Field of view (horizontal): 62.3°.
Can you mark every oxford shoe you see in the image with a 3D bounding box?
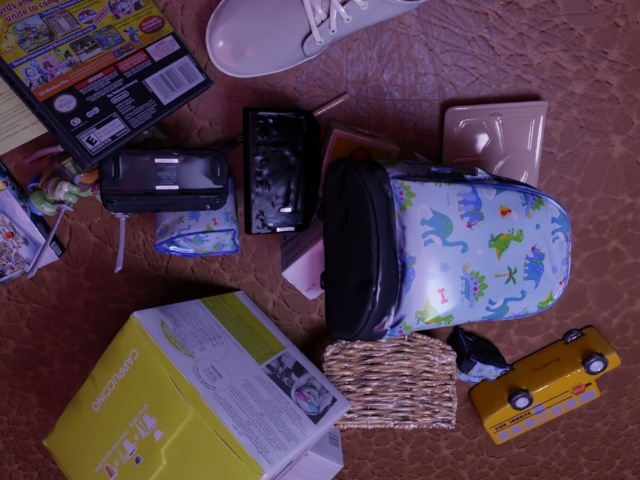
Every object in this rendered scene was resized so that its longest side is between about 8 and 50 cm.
[{"bbox_3d":[0.017,-0.391,0.843,0.449,0.130,0.169,-20,117,7],"label":"oxford shoe"}]

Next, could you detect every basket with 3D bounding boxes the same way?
[{"bbox_3d":[0.132,0.298,1.194,0.299,0.223,0.213,2,82,-5],"label":"basket"}]

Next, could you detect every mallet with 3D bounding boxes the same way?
[{"bbox_3d":[-0.218,-0.150,0.959,0.190,0.039,0.062,-43,95,-15],"label":"mallet"}]

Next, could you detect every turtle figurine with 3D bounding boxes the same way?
[{"bbox_3d":[-0.372,-0.090,0.923,0.266,0.274,0.198,-44,145,11],"label":"turtle figurine"}]

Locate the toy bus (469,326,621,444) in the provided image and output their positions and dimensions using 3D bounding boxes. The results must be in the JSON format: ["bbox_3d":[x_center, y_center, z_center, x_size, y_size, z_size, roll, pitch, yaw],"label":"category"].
[{"bbox_3d":[0.520,0.337,1.231,0.333,0.108,0.130,-30,114,10],"label":"toy bus"}]

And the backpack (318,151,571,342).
[{"bbox_3d":[0.205,0.012,0.834,0.356,0.273,0.290,1,91,-32],"label":"backpack"}]

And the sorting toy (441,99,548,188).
[{"bbox_3d":[0.328,-0.166,1.024,0.193,0.038,0.208,-4,120,-2],"label":"sorting toy"}]

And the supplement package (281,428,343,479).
[{"bbox_3d":[-0.072,0.537,1.267,0.134,0.139,0.244,31,111,-16],"label":"supplement package"}]

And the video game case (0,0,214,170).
[{"bbox_3d":[-0.331,-0.277,0.798,0.035,0.275,0.248,-19,114,50],"label":"video game case"}]

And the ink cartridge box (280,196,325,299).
[{"bbox_3d":[0.000,0.000,0.989,0.140,0.190,0.082,-41,111,13],"label":"ink cartridge box"}]

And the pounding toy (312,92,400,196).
[{"bbox_3d":[0.032,-0.171,0.964,0.206,0.094,0.181,14,114,-11],"label":"pounding toy"}]

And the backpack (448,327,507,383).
[{"bbox_3d":[0.349,0.267,1.190,0.114,0.105,0.084,17,120,-20],"label":"backpack"}]

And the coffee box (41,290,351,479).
[{"bbox_3d":[-0.219,0.338,0.983,0.338,0.334,0.337,44,108,17],"label":"coffee box"}]

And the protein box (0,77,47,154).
[{"bbox_3d":[-0.497,-0.271,0.856,0.200,0.136,0.201,-24,115,8],"label":"protein box"}]

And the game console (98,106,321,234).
[{"bbox_3d":[-0.171,-0.114,0.872,0.361,0.044,0.213,-3,103,-20],"label":"game console"}]

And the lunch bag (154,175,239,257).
[{"bbox_3d":[-0.228,-0.040,0.977,0.151,0.128,0.096,-5,147,-7],"label":"lunch bag"}]

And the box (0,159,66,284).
[{"bbox_3d":[-0.625,-0.037,1.008,0.159,0.044,0.233,-22,115,6],"label":"box"}]
